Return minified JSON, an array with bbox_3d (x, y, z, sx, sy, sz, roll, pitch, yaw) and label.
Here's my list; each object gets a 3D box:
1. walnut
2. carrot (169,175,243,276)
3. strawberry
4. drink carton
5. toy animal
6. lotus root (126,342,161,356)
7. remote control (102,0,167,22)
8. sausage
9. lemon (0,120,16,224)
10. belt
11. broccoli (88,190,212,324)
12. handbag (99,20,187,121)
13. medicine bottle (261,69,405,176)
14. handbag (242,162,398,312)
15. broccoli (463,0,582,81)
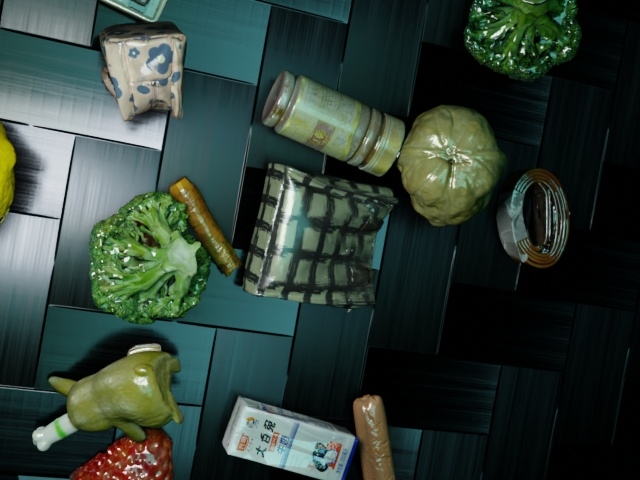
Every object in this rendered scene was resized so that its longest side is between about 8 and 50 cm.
[{"bbox_3d":[0.322,-0.183,1.984,0.253,0.277,0.282,-23,73,10],"label":"walnut"},{"bbox_3d":[-0.272,-0.031,1.926,0.070,0.070,0.260,-34,103,-12],"label":"carrot"},{"bbox_3d":[-0.432,0.601,1.886,0.280,0.150,0.253,-37,101,-9],"label":"strawberry"},{"bbox_3d":[-0.075,0.496,2.005,0.314,0.106,0.131,21,87,-17],"label":"drink carton"},{"bbox_3d":[-0.479,0.365,1.846,0.180,0.363,0.181,30,44,-51],"label":"toy animal"},{"bbox_3d":[-0.421,0.264,1.924,0.083,0.030,0.037,-9,90,-17],"label":"lotus root"},{"bbox_3d":[-0.484,-0.605,1.837,0.285,0.038,0.123,25,87,-17],"label":"remote control"},{"bbox_3d":[0.141,0.538,2.083,0.086,0.086,0.289,-12,98,-15],"label":"sausage"},{"bbox_3d":[-0.805,-0.137,1.622,0.387,0.350,0.350,-10,97,-6],"label":"lemon"},{"bbox_3d":[0.564,-0.061,2.155,0.184,0.105,0.262,-1,95,-15],"label":"belt"},{"bbox_3d":[-0.371,0.041,1.809,0.307,0.275,0.308,12,70,-35],"label":"broccoli"},{"bbox_3d":[-0.385,-0.373,1.778,0.190,0.251,0.193,-9,114,-13],"label":"handbag"},{"bbox_3d":[0.030,-0.284,1.955,0.322,0.151,0.151,22,88,-17],"label":"medicine bottle"},{"bbox_3d":[0.000,0.000,1.970,0.327,0.162,0.325,11,94,-25],"label":"handbag"},{"bbox_3d":[0.500,-0.553,2.016,0.297,0.297,0.298,-3,71,9],"label":"broccoli"}]
